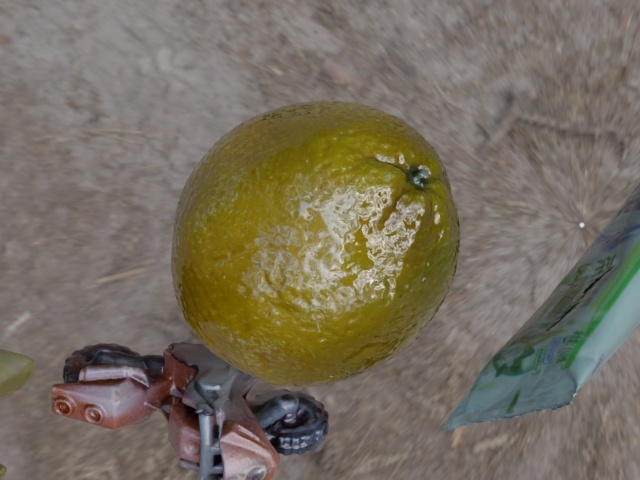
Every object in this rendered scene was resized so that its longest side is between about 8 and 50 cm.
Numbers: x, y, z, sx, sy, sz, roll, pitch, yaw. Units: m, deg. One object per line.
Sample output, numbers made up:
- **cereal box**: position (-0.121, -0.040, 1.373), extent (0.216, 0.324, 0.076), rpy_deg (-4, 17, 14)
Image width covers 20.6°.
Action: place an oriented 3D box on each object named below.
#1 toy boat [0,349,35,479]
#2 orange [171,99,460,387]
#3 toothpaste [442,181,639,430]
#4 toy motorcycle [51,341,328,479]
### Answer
- **toy boat**: position (-0.242, 0.161, 0.489), extent (0.162, 0.445, 0.136), rpy_deg (32, 134, 13)
- **orange**: position (0.000, 0.000, 0.523), extent (0.095, 0.085, 0.085), rpy_deg (-26, 86, 41)
- **toothpaste**: position (0.155, 0.009, 0.874), extent (0.074, 0.297, 0.048), rpy_deg (-19, 105, 41)
- **toy motorcycle**: position (-0.104, 0.131, 1.317), extent (0.212, 0.118, 0.084), rpy_deg (13, 123, 13)
